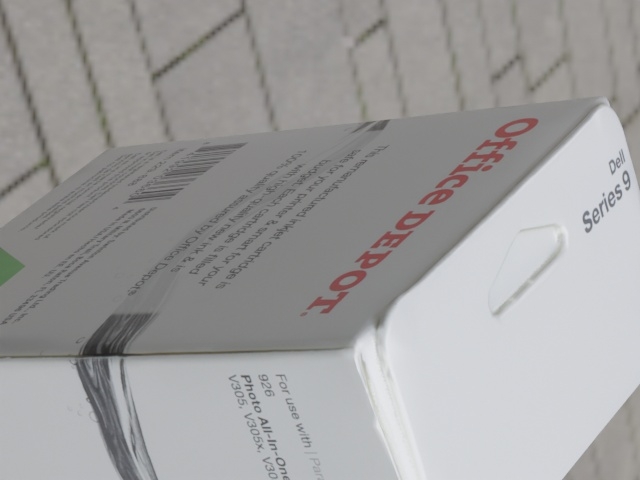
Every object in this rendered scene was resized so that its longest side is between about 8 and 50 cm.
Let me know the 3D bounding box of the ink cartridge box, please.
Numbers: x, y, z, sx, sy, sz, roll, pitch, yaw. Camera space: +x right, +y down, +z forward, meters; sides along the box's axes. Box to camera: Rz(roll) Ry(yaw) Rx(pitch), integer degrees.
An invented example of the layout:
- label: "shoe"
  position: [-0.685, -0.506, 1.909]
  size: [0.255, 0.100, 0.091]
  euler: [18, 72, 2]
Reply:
- label: "ink cartridge box"
  position: [-0.027, 0.044, 0.790]
  size: [0.211, 0.289, 0.121]
  euler: [-41, 119, -45]
